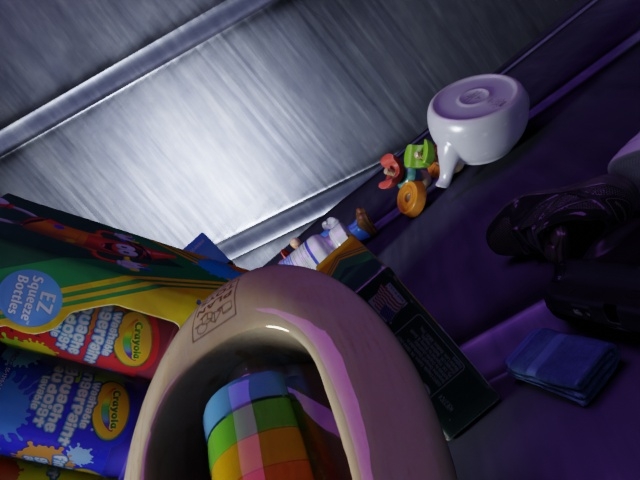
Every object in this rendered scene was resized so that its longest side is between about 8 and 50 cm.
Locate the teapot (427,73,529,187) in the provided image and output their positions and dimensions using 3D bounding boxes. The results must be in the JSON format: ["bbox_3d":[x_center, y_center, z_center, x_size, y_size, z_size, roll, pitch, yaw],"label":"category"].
[{"bbox_3d":[0.392,-0.275,1.370,0.255,0.187,0.253,-11,40,18],"label":"teapot"}]

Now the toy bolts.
[{"bbox_3d":[0.284,-0.163,1.568,0.228,0.158,0.219,2,84,63],"label":"toy bolts"}]

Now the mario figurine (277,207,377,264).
[{"bbox_3d":[0.000,0.000,1.678,0.320,0.170,0.198,-33,-25,6],"label":"mario figurine"}]

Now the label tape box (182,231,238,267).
[{"bbox_3d":[-0.186,0.199,0.977,0.115,0.348,0.249,-31,13,48],"label":"label tape box"}]

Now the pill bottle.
[{"bbox_3d":[-0.017,0.081,1.452,0.272,0.152,0.152,-40,9,8],"label":"pill bottle"}]

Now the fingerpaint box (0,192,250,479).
[{"bbox_3d":[-0.294,0.219,0.723,0.163,0.370,0.445,-119,50,-70],"label":"fingerpaint box"}]

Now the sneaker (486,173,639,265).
[{"bbox_3d":[0.300,-0.009,0.762,0.130,0.087,0.227,-40,12,-33],"label":"sneaker"}]

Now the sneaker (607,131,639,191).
[{"bbox_3d":[0.480,-0.154,0.630,0.169,0.108,0.292,-47,9,-15],"label":"sneaker"}]

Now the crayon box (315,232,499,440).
[{"bbox_3d":[0.092,0.103,0.750,0.081,0.202,0.318,-41,8,2],"label":"crayon box"}]

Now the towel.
[{"bbox_3d":[0.242,0.123,0.568,0.067,0.029,0.119,-44,9,-12],"label":"towel"}]

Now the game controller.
[{"bbox_3d":[0.347,0.032,0.513,0.166,0.067,0.319,-28,7,-10],"label":"game controller"}]

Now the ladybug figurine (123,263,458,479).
[{"bbox_3d":[-0.025,0.208,0.476,0.305,0.162,0.450,-34,41,15],"label":"ladybug figurine"}]
